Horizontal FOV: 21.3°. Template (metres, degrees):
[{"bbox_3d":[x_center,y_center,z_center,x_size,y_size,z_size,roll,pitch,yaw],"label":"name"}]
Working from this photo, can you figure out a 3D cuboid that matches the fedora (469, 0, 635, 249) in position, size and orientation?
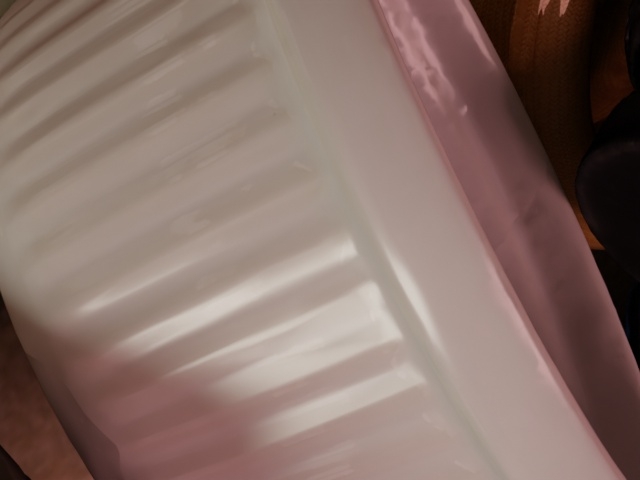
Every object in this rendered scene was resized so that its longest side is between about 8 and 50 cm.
[{"bbox_3d":[0.101,-0.093,0.608,0.194,0.079,0.194,-26,124,-46],"label":"fedora"}]

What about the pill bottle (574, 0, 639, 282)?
[{"bbox_3d":[0.172,-0.080,0.535,0.219,0.123,0.123,-55,140,-21],"label":"pill bottle"}]

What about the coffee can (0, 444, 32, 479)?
[{"bbox_3d":[-0.081,0.181,0.428,0.201,0.202,0.275,-56,141,-15],"label":"coffee can"}]

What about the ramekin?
[{"bbox_3d":[0.000,0.000,0.442,0.109,0.207,0.207,-26,140,13],"label":"ramekin"}]

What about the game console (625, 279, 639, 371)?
[{"bbox_3d":[0.261,0.021,0.727,0.293,0.250,0.173,73,24,-61],"label":"game console"}]
